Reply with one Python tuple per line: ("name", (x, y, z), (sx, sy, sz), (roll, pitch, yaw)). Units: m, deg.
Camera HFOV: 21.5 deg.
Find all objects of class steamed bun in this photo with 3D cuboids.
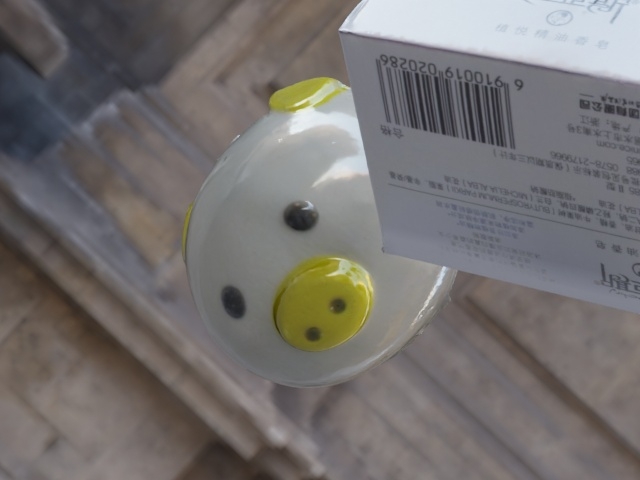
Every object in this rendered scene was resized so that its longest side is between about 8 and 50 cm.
("steamed bun", (0.002, -0.002, 2.035), (0.334, 0.374, 0.334), (30, 25, -16))

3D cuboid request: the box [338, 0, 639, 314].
("box", (0.169, -0.067, 1.088), (0.274, 0.116, 0.203), (13, -41, 28))
